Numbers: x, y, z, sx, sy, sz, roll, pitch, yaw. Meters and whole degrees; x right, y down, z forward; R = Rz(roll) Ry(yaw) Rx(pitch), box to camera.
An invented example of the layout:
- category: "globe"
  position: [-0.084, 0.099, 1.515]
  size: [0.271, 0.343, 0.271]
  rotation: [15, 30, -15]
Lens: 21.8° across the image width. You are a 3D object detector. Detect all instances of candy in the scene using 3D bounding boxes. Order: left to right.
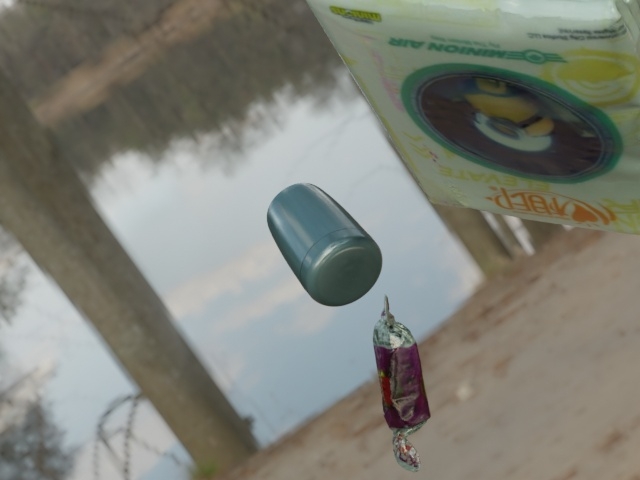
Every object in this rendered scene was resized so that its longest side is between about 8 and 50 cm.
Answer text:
- category: "candy"
  position: [0.077, 0.134, 1.581]
  size: [0.043, 0.175, 0.045]
  rotation: [-14, 17, -16]

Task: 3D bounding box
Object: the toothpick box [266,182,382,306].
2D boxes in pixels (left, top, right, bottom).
- category: "toothpick box"
  position: [0.000, 0.000, 2.384]
  size: [0.120, 0.120, 0.184]
  rotation: [-35, 43, -2]

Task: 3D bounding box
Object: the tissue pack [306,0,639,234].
- category: "tissue pack"
  position: [0.180, -0.158, 1.464]
  size: [0.287, 0.388, 0.162]
  rotation: [10, 68, 27]
